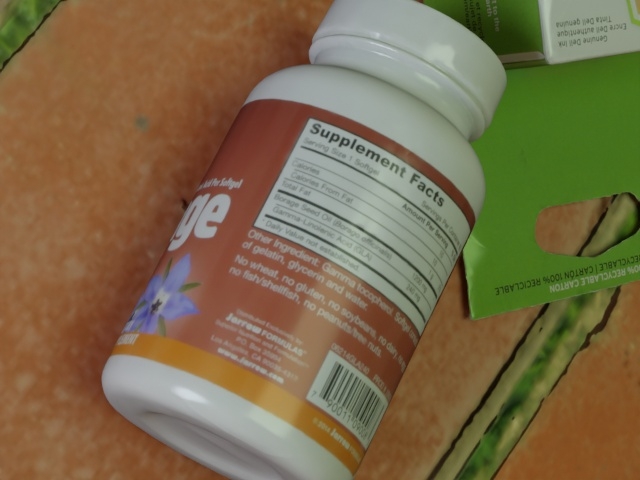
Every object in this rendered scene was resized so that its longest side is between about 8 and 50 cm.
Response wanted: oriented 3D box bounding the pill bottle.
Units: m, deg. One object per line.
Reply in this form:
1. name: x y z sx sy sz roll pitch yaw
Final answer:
1. pill bottle: 0.000 0.000 0.855 0.121 0.121 0.216 37 70 -29

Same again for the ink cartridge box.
1. ink cartridge box: 0.158 -0.099 0.976 0.189 0.097 0.255 -12 96 -34
